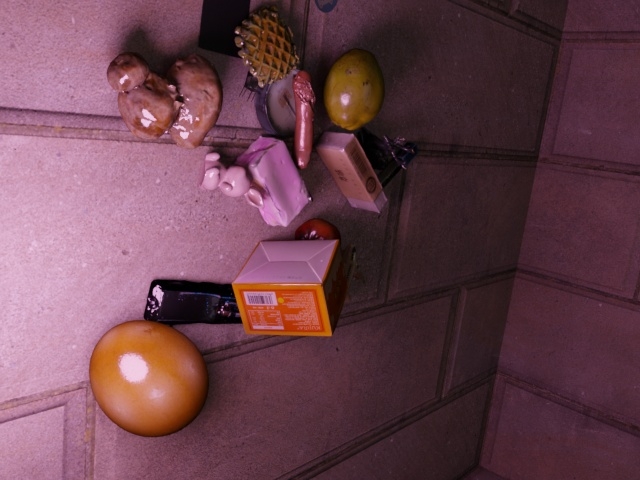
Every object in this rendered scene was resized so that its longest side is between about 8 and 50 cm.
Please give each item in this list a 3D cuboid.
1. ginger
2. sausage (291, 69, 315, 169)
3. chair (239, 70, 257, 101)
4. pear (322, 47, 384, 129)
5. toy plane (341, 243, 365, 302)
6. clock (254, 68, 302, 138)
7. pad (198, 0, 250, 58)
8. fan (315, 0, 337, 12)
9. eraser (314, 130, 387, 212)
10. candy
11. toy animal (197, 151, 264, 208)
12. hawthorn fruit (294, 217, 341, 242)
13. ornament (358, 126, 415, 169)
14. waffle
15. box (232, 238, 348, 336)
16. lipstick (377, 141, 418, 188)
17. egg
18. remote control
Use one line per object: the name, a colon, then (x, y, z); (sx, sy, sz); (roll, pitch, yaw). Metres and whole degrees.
ginger: (-0.390, -0.355, 1.463); (0.304, 0.155, 0.244); (-9, 111, -47)
sausage: (-0.054, -0.375, 1.824); (0.078, 0.078, 0.304); (-19, 118, -43)
chair: (-0.206, -0.455, 1.724); (0.042, 0.037, 0.086); (19, 93, -38)
pear: (0.110, -0.501, 1.935); (0.212, 0.212, 0.269); (11, 97, -49)
toy plane: (0.093, 0.128, 2.224); (0.229, 0.092, 0.244); (-9, 109, -44)
clock: (-0.108, -0.432, 1.835); (0.226, 0.049, 0.226); (-18, 116, -43)
pad: (-0.261, -0.644, 1.623); (0.164, 0.004, 0.243); (-2, 105, -48)
fan: (0.011, -0.820, 1.863); (0.113, 0.005, 0.175); (-40, 130, -33)
eraser: (0.113, -0.239, 2.077); (0.078, 0.144, 0.343); (-56, 136, -21)
candy: (-0.146, -0.181, 1.827); (0.155, 0.116, 0.265); (-49, 135, -24)
toy animal: (-0.245, -0.174, 1.691); (0.212, 0.124, 0.124); (17, 90, -27)
hawthorn fruit: (0.000, 0.000, 2.042); (0.194, 0.157, 0.157); (-1, 105, -67)
ornament: (0.257, -0.311, 2.141); (0.080, 0.236, 0.202); (-48, 133, -18)
waffle: (-0.153, -0.569, 1.709); (0.214, 0.054, 0.208); (-41, 119, -34)
box: (-0.083, 0.149, 1.825); (0.259, 0.284, 0.214); (-64, 149, -57)
lipstick: (0.283, -0.279, 2.326); (0.312, 0.051, 0.051); (-46, 135, -25)
egg: (-0.451, 0.364, 1.551); (0.282, 0.283, 0.351); (-47, 127, -27)
remote control: (-0.348, 0.197, 1.775); (0.399, 0.062, 0.144); (8, 96, -50)
